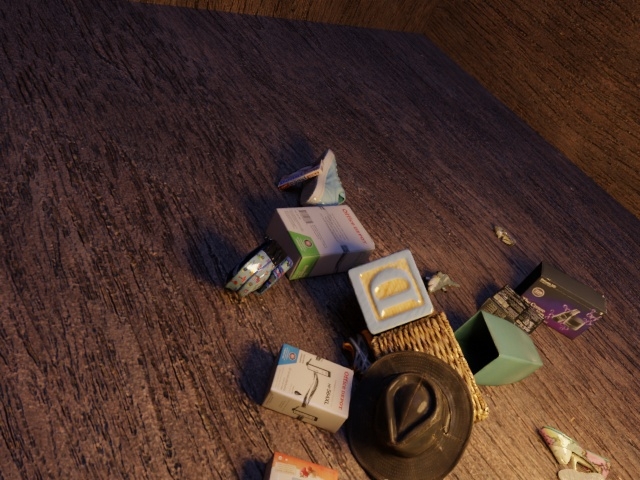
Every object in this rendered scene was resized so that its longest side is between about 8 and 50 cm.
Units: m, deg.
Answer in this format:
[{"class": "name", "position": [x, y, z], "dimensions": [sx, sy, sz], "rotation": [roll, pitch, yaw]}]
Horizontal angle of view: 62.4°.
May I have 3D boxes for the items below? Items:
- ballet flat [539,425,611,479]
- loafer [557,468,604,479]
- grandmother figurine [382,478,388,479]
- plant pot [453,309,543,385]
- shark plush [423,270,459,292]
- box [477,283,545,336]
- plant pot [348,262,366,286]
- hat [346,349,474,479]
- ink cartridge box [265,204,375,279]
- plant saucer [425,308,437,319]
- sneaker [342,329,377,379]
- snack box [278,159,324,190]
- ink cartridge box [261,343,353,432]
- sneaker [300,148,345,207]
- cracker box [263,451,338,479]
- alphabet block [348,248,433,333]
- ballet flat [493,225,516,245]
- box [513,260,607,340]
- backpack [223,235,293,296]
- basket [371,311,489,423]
[{"class": "ballet flat", "position": [0.730, 0.623, 1.520], "dimensions": [0.221, 0.077, 0.079], "rotation": [30, 61, 2]}, {"class": "loafer", "position": [0.726, 0.672, 1.480], "dimensions": [0.125, 0.039, 0.045], "rotation": [4, 49, 4]}, {"class": "grandmother figurine", "position": [0.168, 0.623, 1.142], "dimensions": [0.342, 0.104, 0.208], "rotation": [8, 35, -36]}, {"class": "plant pot", "position": [0.556, 0.349, 1.643], "dimensions": [0.234, 0.165, 0.166], "rotation": [16, 40, -26]}, {"class": "shark plush", "position": [0.430, 0.158, 1.877], "dimensions": [0.161, 0.073, 0.067], "rotation": [15, 57, -47]}, {"class": "box", "position": [0.672, 0.262, 1.859], "dimensions": [0.180, 0.077, 0.147], "rotation": [45, 42, 20]}, {"class": "plant pot", "position": [0.139, 0.119, 1.710], "dimensions": [0.083, 0.082, 0.081], "rotation": [38, 39, 29]}, {"class": "hat", "position": [0.212, 0.417, 1.256], "dimensions": [0.331, 0.134, 0.331], "rotation": [-3, 68, 8]}, {"class": "ink cartridge box", "position": [0.000, 0.000, 1.719], "dimensions": [0.289, 0.122, 0.211], "rotation": [-5, 50, -34]}, {"class": "plant saucer", "position": [0.358, 0.243, 1.748], "dimensions": [0.083, 0.015, 0.083], "rotation": [16, 41, -14]}, {"class": "sneaker", "position": [0.128, 0.355, 1.458], "dimensions": [0.083, 0.084, 0.215], "rotation": [-14, 53, -10]}, {"class": "snack box", "position": [-0.071, -0.237, 1.911], "dimensions": [0.022, 0.178, 0.064], "rotation": [54, 27, -33]}, {"class": "ink cartridge box", "position": [-0.028, 0.371, 1.334], "dimensions": [0.203, 0.086, 0.148], "rotation": [22, 40, -7]}, {"class": "sneaker", "position": [0.023, -0.200, 1.967], "dimensions": [0.150, 0.135, 0.366], "rotation": [38, 38, -19]}, {"class": "cracker box", "position": [-0.054, 0.584, 1.106], "dimensions": [0.155, 0.067, 0.232], "rotation": [20, 41, -9]}, {"class": "alphabet block", "position": [0.201, 0.156, 1.525], "dimensions": [0.192, 0.197, 0.193], "rotation": [-19, 76, 3]}, {"class": "ballet flat", "position": [0.782, -0.019, 2.257], "dimensions": [0.114, 0.041, 0.041], "rotation": [43, 42, 18]}, {"class": "box", "position": [0.870, 0.221, 1.935], "dimensions": [0.261, 0.184, 0.103], "rotation": [30, 39, 3]}, {"class": "backpack", "position": [-0.182, 0.092, 1.489], "dimensions": [0.117, 0.158, 0.173], "rotation": [47, 38, -2]}, {"class": "basket", "position": [0.290, 0.380, 1.445], "dimensions": [0.223, 0.213, 0.299], "rotation": [-22, 66, 2]}]
